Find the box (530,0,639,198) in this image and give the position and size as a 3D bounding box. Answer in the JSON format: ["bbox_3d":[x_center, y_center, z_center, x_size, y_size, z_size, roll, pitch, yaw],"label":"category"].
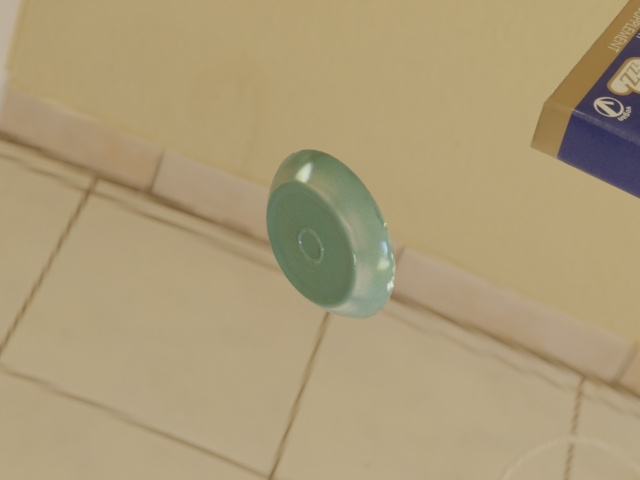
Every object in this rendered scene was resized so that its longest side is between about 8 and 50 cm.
[{"bbox_3d":[0.225,-0.038,0.792,0.225,0.036,0.136,29,47,14],"label":"box"}]

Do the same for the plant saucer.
[{"bbox_3d":[0.000,0.000,1.140,0.021,0.119,0.119,-25,58,-35],"label":"plant saucer"}]
